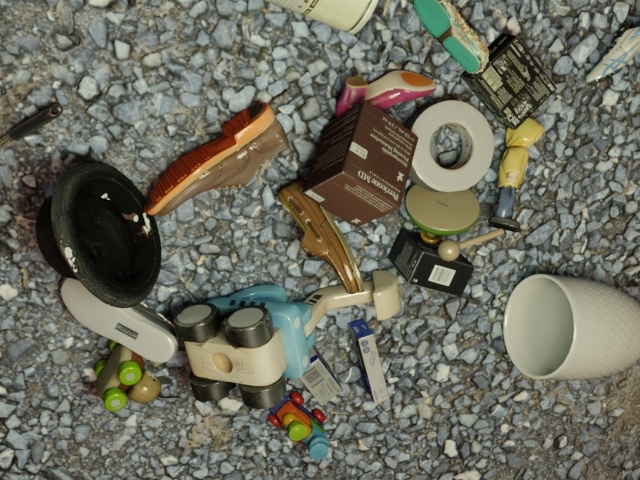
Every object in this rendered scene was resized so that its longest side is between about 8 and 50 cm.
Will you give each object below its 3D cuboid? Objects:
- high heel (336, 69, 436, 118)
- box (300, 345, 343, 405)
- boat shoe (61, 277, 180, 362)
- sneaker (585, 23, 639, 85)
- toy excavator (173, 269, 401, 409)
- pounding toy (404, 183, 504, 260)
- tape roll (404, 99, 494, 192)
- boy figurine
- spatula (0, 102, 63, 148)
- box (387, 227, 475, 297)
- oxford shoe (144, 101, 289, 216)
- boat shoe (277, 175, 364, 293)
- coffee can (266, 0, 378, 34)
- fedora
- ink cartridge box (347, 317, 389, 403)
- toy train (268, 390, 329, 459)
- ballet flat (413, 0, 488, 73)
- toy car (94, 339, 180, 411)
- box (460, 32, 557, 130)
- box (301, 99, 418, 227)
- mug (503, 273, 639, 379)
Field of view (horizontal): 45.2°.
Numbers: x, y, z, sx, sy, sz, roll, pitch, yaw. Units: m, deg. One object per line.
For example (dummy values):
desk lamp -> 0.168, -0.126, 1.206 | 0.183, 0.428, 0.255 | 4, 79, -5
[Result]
high heel -> 0.155, -0.330, 1.814 | 0.244, 0.082, 0.117 | -12, 142, -25
box -> -0.019, 0.329, 1.966 | 0.072, 0.137, 0.126 | -35, 116, -2
boat shoe -> -0.460, 0.171, 1.802 | 0.301, 0.102, 0.108 | 31, 107, -3
sneaker -> 0.751, -0.479, 1.922 | 0.237, 0.085, 0.086 | -41, 89, 6
toy excavator -> -0.069, 0.191, 1.870 | 0.433, 0.445, 0.222 | 2, 118, 27
pounding toy -> 0.308, -0.037, 1.898 | 0.183, 0.236, 0.110 | -19, 141, -20
tape roll -> 0.303, -0.225, 1.855 | 0.219, 0.072, 0.219 | -1, 94, -13
boy figurine -> 0.487, -0.166, 1.922 | 0.092, 0.177, 0.285 | 14, 83, 17
spatula -> -0.674, -0.207, 1.631 | 0.297, 0.030, 0.084 | -33, 113, -2
box -> 0.276, 0.055, 1.935 | 0.156, 0.158, 0.093 | 16, 107, -22
oxford shoe -> -0.229, -0.152, 1.732 | 0.364, 0.130, 0.132 | -36, 122, 0
boat shoe -> 0.000, 0.000, 1.818 | 0.105, 0.110, 0.307 | -25, 79, -7
coffee can -> -0.024, -0.567, 1.588 | 0.276, 0.201, 0.201 | 16, 105, -21
fedora -> -0.497, -0.003, 1.673 | 0.153, 0.334, 0.333 | -10, 118, 25
ink cartridge box -> 0.126, 0.317, 2.026 | 0.046, 0.097, 0.207 | -19, 114, -8
toy train -> -0.079, 0.462, 1.995 | 0.105, 0.143, 0.248 | -45, 115, 3
ballet flat -> 0.304, -0.491, 1.780 | 0.241, 0.091, 0.077 | 50, 50, -13
toy car -> -0.426, 0.333, 1.850 | 0.188, 0.155, 0.148 | 24, 102, -32
box -> 0.456, -0.384, 1.865 | 0.147, 0.077, 0.180 | -46, 115, 4
box -> 0.092, -0.170, 1.747 | 0.169, 0.167, 0.203 | 30, 61, -25
mug -> 0.690, 0.267, 2.101 | 0.328, 0.276, 0.374 | 6, 139, -26
